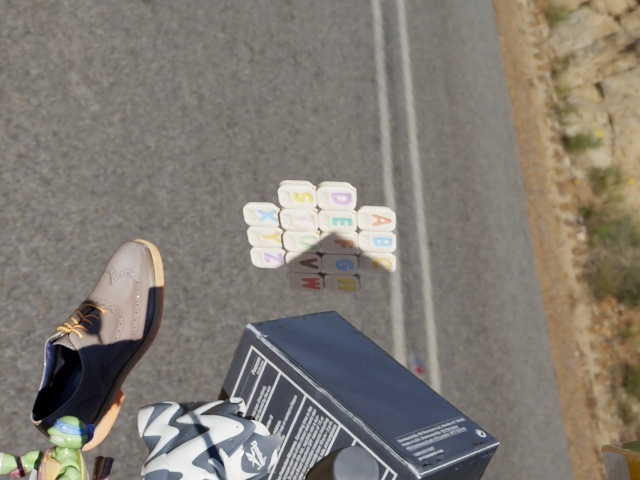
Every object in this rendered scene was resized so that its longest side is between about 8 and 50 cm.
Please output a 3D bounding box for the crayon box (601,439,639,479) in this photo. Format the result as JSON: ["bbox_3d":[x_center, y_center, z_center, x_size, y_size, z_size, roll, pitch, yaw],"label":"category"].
[{"bbox_3d":[0.449,0.364,1.242,0.323,0.083,0.203,78,4,-82],"label":"crayon box"}]

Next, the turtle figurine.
[{"bbox_3d":[-0.413,0.370,1.324,0.274,0.197,0.266,-10,110,-77],"label":"turtle figurine"}]

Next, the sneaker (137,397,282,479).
[{"bbox_3d":[-0.111,0.258,1.076,0.235,0.153,0.094,-111,-172,-57],"label":"sneaker"}]

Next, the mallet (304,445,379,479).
[{"bbox_3d":[0.048,0.228,0.675,0.039,0.062,0.190,-17,66,-29],"label":"mallet"}]

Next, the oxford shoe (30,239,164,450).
[{"bbox_3d":[-0.358,0.151,1.608,0.133,0.130,0.364,47,53,-55],"label":"oxford shoe"}]

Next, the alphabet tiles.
[{"bbox_3d":[0.000,0.000,1.831,0.284,0.278,0.021,85,11,-46],"label":"alphabet tiles"}]

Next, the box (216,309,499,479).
[{"bbox_3d":[0.012,0.289,1.225,0.294,0.296,0.182,37,26,32],"label":"box"}]

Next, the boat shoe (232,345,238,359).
[{"bbox_3d":[-0.149,0.362,1.942,0.119,0.121,0.335,21,62,-39],"label":"boat shoe"}]
